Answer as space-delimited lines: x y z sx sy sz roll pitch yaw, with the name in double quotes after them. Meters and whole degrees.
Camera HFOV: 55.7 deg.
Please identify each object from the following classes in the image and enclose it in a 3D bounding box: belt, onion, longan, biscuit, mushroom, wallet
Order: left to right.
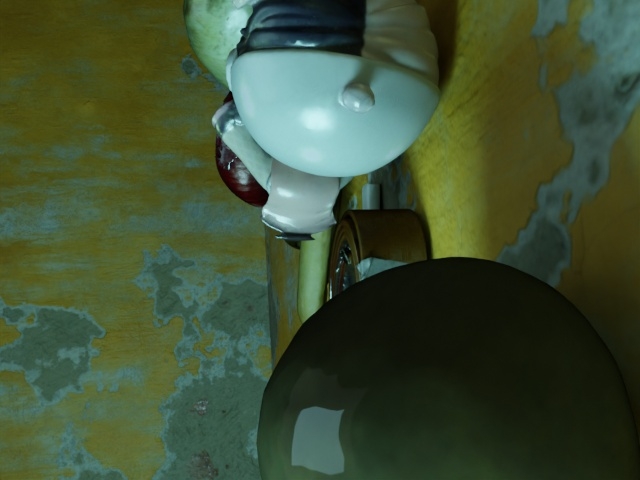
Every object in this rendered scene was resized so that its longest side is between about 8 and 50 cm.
-0.105 -0.436 1.084 0.352 0.261 0.351 -40 -43 -51 "mushroom"
-0.097 -0.215 1.323 0.314 0.233 0.313 -30 -54 -53 "onion"
0.000 0.000 1.171 0.236 0.062 0.290 -76 -9 -55 "biscuit"
0.082 -0.029 0.966 0.061 0.025 0.122 168 99 -86 "wallet"
0.073 0.081 0.819 0.184 0.105 0.261 -107 19 -48 "belt"
0.084 0.138 0.431 0.258 0.258 0.257 178 90 -80 "longan"

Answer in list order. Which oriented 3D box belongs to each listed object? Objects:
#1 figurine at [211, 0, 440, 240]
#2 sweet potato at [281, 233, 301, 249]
0.014 -0.158 0.739 0.361 0.253 0.210 121 138 -64 "figurine"
-0.030 -0.022 1.460 0.112 0.085 0.286 56 164 -14 "sweet potato"
